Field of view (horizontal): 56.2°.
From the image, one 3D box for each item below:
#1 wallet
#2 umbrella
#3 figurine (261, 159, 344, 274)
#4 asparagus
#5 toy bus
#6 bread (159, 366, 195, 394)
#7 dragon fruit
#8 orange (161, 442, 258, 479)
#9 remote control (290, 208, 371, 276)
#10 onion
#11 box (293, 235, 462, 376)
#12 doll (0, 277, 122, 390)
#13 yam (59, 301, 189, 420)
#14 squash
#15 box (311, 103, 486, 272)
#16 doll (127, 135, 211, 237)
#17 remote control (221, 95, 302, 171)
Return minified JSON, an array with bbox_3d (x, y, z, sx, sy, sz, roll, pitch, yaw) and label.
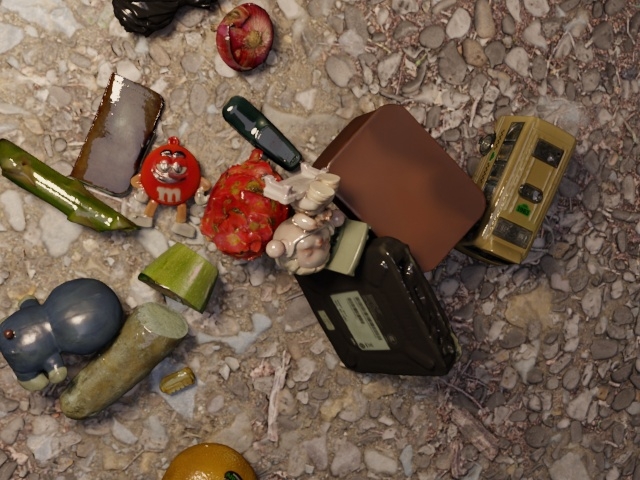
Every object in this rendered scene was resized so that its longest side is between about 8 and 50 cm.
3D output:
[{"bbox_3d":[-0.450,-0.230,1.344,0.137,0.031,0.256,23,94,-19],"label":"wallet"},{"bbox_3d":[-0.288,-0.551,1.308,0.340,0.118,0.118,-30,104,-13],"label":"umbrella"},{"bbox_3d":[-0.043,-0.025,1.231,0.144,0.182,0.257,16,125,15],"label":"figurine"},{"bbox_3d":[-0.554,-0.097,1.308,0.343,0.082,0.085,35,94,-13],"label":"asparagus"},{"bbox_3d":[0.468,-0.118,1.488,0.176,0.202,0.366,21,93,-16],"label":"toy bus"},{"bbox_3d":[-0.347,0.340,1.451,0.087,0.034,0.049,-26,118,-4],"label":"bread"},{"bbox_3d":[-0.156,-0.082,1.354,0.210,0.205,0.268,30,52,-33],"label":"dragon fruit"},{"bbox_3d":[-0.262,0.593,1.415,0.236,0.236,0.237,-2,99,-13],"label":"orange"},{"bbox_3d":[0.000,0.000,1.349,0.038,0.285,0.124,24,85,-37],"label":"remote control"},{"bbox_3d":[-0.190,-0.461,1.343,0.150,0.140,0.150,-35,140,-37],"label":"onion"},{"bbox_3d":[0.119,0.167,1.393,0.091,0.350,0.359,-41,109,-40],"label":"box"},{"bbox_3d":[-0.566,0.185,1.310,0.258,0.154,0.228,-25,63,-23],"label":"doll"},{"bbox_3d":[-0.460,0.280,1.373,0.330,0.133,0.133,-43,105,0],"label":"yam"},{"bbox_3d":[-0.311,0.085,1.362,0.170,0.170,0.123,39,77,-15],"label":"squash"},{"bbox_3d":[0.165,-0.125,1.401,0.339,0.229,0.239,43,88,-16],"label":"box"},{"bbox_3d":[-0.335,-0.123,1.362,0.183,0.085,0.218,13,102,-17],"label":"doll"},{"bbox_3d":[-0.134,-0.249,1.409,0.222,0.042,0.072,41,86,-16],"label":"remote control"}]
